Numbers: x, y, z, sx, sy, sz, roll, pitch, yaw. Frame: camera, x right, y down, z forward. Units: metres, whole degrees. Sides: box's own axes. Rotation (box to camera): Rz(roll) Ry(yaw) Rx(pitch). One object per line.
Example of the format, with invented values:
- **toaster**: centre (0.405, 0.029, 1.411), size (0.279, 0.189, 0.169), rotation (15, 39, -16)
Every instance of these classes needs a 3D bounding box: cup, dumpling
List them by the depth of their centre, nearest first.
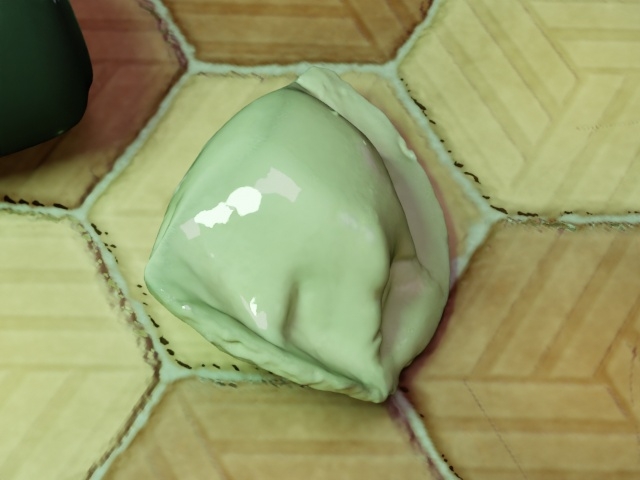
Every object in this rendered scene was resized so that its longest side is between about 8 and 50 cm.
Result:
- **dumpling**: centre (0.000, 0.000, 1.113), size (0.179, 0.131, 0.252), rotation (34, 39, -5)
- **cup**: centre (-0.251, -0.127, 1.154), size (0.176, 0.169, 0.223), rotation (-28, 29, -11)
